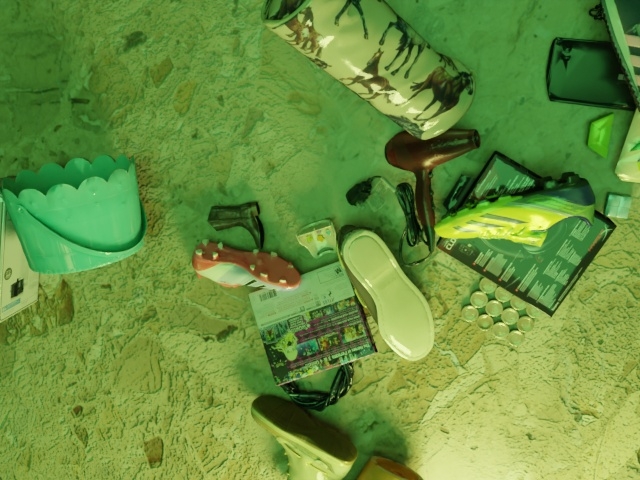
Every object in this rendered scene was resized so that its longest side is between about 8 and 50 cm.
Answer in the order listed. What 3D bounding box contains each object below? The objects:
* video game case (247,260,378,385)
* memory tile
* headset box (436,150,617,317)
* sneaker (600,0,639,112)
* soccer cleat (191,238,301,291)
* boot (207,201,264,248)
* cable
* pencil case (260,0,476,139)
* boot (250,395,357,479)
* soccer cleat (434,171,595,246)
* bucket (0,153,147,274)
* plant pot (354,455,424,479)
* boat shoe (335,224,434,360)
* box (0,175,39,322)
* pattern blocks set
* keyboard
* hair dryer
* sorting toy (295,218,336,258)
[{"bbox_3d":[-0.018,0.176,1.553,0.232,0.042,0.210,-21,80,13],"label":"video game case"},{"bbox_3d":[0.380,0.149,1.526,0.148,0.012,0.113,28,106,1],"label":"memory tile"},{"bbox_3d":[0.384,-0.024,1.428,0.293,0.110,0.218,31,106,5],"label":"headset box"},{"bbox_3d":[0.602,-0.309,1.278,0.131,0.112,0.319,-21,96,22],"label":"sneaker"},{"bbox_3d":[-0.159,0.068,1.563,0.248,0.083,0.095,15,135,10],"label":"soccer cleat"},{"bbox_3d":[-0.183,-0.027,1.566,0.114,0.037,0.106,-8,93,10],"label":"boot"},{"bbox_3d":[-0.002,0.298,1.607,0.184,0.047,0.151,-33,96,14],"label":"cable"},{"bbox_3d":[0.102,-0.347,1.301,0.410,0.160,0.183,31,99,-31],"label":"pencil case"},{"bbox_3d":[-0.063,0.484,1.633,0.262,0.095,0.203,27,119,14],"label":"boot"},{"bbox_3d":[0.354,-0.035,1.327,0.289,0.093,0.121,-15,99,14],"label":"soccer cleat"},{"bbox_3d":[-0.496,-0.058,1.495,0.281,0.281,0.183,-5,109,10],"label":"bucket"},{"bbox_3d":[0.133,0.584,1.585,0.205,0.205,0.188,22,91,4],"label":"plant pot"},{"bbox_3d":[0.133,0.106,1.509,0.116,0.097,0.324,-34,111,-4],"label":"boat shoe"},{"bbox_3d":[-0.690,0.015,1.591,0.087,0.169,0.290,11,104,7],"label":"box"},{"bbox_3d":[0.655,-0.191,1.378,0.285,0.026,0.325,-1,109,11],"label":"pattern blocks set"},{"bbox_3d":[0.594,-0.346,1.366,0.317,0.033,0.202,8,110,7],"label":"keyboard"},{"bbox_3d":[0.206,-0.114,1.439,0.223,0.080,0.293,47,119,16],"label":"hair dryer"},{"bbox_3d":[0.000,0.000,1.541,0.083,0.045,0.075,-17,107,12],"label":"sorting toy"}]
